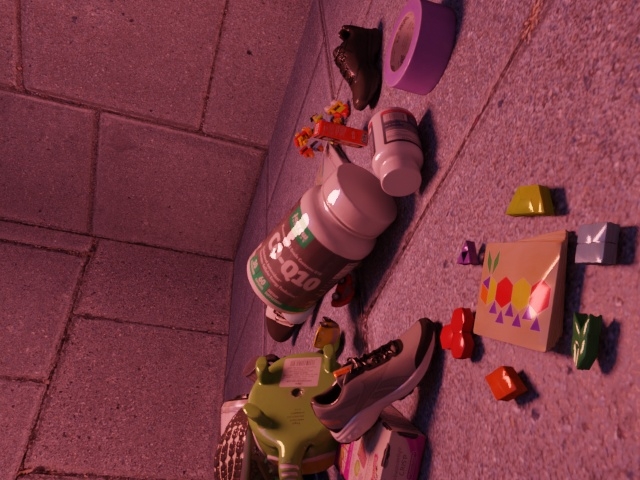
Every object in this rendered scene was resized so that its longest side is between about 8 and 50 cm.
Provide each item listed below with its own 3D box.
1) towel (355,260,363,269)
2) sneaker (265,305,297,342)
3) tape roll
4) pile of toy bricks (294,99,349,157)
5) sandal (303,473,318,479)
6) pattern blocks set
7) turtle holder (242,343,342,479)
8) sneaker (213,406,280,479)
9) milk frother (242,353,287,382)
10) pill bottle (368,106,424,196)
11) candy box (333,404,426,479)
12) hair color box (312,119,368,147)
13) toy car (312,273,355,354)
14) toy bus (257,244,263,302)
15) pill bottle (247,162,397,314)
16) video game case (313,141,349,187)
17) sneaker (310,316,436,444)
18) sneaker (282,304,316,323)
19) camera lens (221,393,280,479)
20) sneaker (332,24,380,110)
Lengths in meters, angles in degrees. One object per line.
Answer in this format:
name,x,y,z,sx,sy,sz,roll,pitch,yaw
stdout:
towel,0.080,0.000,1.476,0.110,0.027,0.148,159,104,-74
sneaker,-0.108,0.206,1.885,0.146,0.122,0.331,-88,13,-69
tape roll,0.209,-0.413,1.241,0.189,0.080,0.189,-169,90,-75
pile of toy bricks,0.023,-0.340,1.848,0.212,0.105,0.118,-44,-34,-20
sandal,-0.044,0.568,1.434,0.138,0.126,0.317,129,141,-55
pattern blocks set,0.264,0.067,0.774,0.325,0.026,0.286,-152,73,-75
turtle holder,-0.022,0.405,1.262,0.320,0.243,0.227,-131,24,-53
sneaker,-0.163,0.635,1.486,0.158,0.182,0.410,-25,61,48
milk frother,-0.179,0.437,1.992,0.129,0.135,0.143,-47,19,-1
pill bottle,0.158,-0.182,1.208,0.108,0.108,0.180,117,159,-47
candy box,0.102,0.389,1.068,0.233,0.071,0.159,-166,89,-76
hair color box,0.056,-0.295,1.616,0.072,0.141,0.043,-167,88,-76
toy car,0.032,0.220,1.456,0.225,0.053,0.239,99,-168,-45
toy bus,-0.170,0.084,1.779,0.191,0.104,0.202,-73,6,-67
pill bottle,0.000,0.000,1.358,0.361,0.204,0.204,-46,31,34
video game case,0.014,-0.129,1.871,0.300,0.036,0.329,-111,34,-64
sneaker,0.095,0.233,1.010,0.271,0.108,0.100,-46,11,6
sneaker,-0.038,0.097,1.703,0.150,0.135,0.366,-107,30,-71
camera lens,-0.175,0.584,1.662,0.219,0.219,0.274,131,139,-63
sneaker,0.096,-0.489,1.638,0.109,0.130,0.286,128,149,-57
